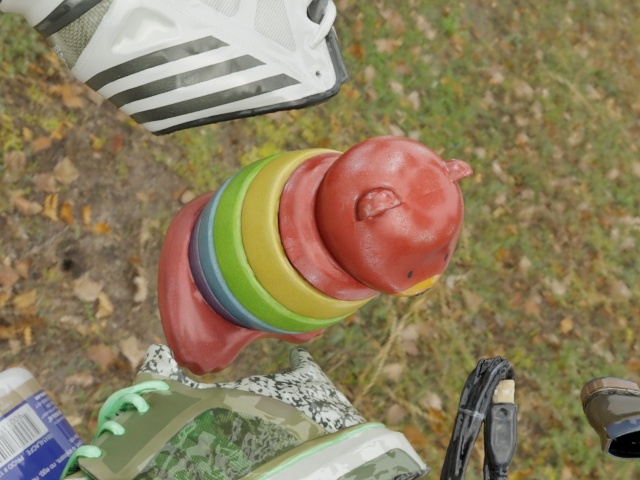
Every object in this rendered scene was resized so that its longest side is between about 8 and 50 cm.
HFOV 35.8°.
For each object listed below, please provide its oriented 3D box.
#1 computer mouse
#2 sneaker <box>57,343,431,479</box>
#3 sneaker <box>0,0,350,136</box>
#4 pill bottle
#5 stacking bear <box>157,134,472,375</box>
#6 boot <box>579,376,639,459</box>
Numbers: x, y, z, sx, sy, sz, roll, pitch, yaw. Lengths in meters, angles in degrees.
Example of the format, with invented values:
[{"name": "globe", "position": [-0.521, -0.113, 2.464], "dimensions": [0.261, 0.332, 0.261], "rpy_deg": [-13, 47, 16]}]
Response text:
[{"name": "computer mouse", "position": [0.088, 0.176, 0.478], "dimensions": [0.071, 0.041, 0.242], "rpy_deg": [-15, 107, -52]}, {"name": "sneaker", "position": [-0.118, 0.164, 0.700], "dimensions": [0.410, 0.158, 0.182], "rpy_deg": [-1, 46, -44]}, {"name": "sneaker", "position": [-0.032, -0.271, 0.847], "dimensions": [0.257, 0.447, 0.169], "rpy_deg": [46, -8, -22]}, {"name": "pill bottle", "position": [-0.242, 0.255, 0.854], "dimensions": [0.264, 0.153, 0.153], "rpy_deg": [53, 36, 0]}, {"name": "stacking bear", "position": [0.000, 0.000, 0.804], "dimensions": [0.175, 0.289, 0.164], "rpy_deg": [-15, 87, -37]}, {"name": "boot", "position": [0.421, 0.223, 1.161], "dimensions": [0.219, 0.082, 0.106], "rpy_deg": [3, 27, 6]}]
